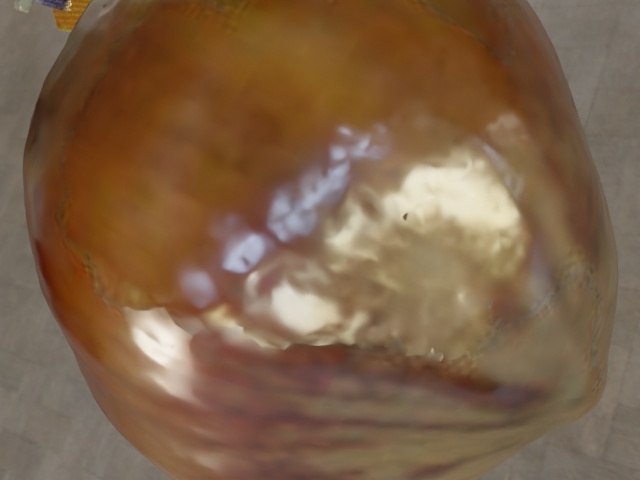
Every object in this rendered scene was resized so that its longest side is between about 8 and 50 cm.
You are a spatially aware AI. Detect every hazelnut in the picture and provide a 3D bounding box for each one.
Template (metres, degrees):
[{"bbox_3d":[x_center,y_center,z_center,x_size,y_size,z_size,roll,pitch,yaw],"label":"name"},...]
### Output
[{"bbox_3d":[0.000,0.000,0.549,0.359,0.409,0.359,-6,45,6],"label":"hazelnut"}]

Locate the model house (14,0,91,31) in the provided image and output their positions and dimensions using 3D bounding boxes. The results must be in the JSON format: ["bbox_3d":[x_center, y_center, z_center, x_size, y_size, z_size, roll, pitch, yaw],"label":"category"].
[{"bbox_3d":[-0.227,-0.243,0.775,0.087,0.100,0.100,20,96,40],"label":"model house"}]
